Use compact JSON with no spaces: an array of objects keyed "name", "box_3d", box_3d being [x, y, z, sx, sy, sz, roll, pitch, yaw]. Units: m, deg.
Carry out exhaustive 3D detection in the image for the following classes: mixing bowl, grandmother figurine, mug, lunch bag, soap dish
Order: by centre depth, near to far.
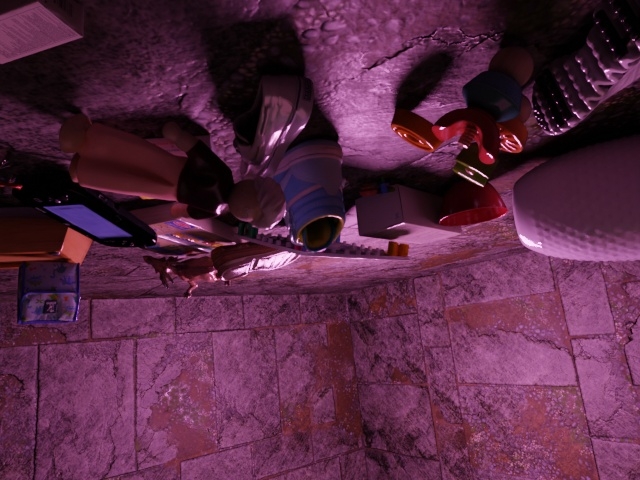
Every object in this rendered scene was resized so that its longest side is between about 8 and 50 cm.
[{"name":"grandmother figurine","box_3d":[-0.223,-0.094,0.718,0.342,0.104,0.208,15,153,-5]},{"name":"mug","box_3d":[0.661,-0.104,1.055,0.328,0.276,0.374,-8,-161,35]},{"name":"lunch bag","box_3d":[-0.678,0.131,1.099,0.128,0.151,0.096,6,163,-39]},{"name":"soap dish","box_3d":[-0.756,0.001,1.105,0.290,0.118,0.229,-2,167,-16]},{"name":"mixing bowl","box_3d":[0.409,-0.109,1.202,0.181,0.098,0.181,-5,168,-1]}]

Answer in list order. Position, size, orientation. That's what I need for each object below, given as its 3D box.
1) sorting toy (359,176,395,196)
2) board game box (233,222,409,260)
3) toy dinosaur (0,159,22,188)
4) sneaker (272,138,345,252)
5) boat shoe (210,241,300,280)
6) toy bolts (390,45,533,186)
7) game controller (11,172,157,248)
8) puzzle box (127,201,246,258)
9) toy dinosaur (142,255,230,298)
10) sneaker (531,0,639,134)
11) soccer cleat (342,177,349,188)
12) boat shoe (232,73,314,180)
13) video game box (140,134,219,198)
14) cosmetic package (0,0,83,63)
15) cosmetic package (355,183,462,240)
[{"name":"sorting toy","box_3d":[0.144,-0.138,1.107,0.102,0.042,0.061,-12,-172,-31]},{"name":"board game box","box_3d":[0.000,0.000,1.315,0.390,0.050,0.390,4,-175,-37]},{"name":"toy dinosaur","box_3d":[-0.596,-0.106,0.815,0.082,0.090,0.047,36,171,24]},{"name":"sneaker","box_3d":[-0.061,-0.063,0.941,0.127,0.208,0.319,0,166,-31]},{"name":"boat shoe","box_3d":[-0.200,0.036,1.418,0.307,0.104,0.111,-10,148,-38]},{"name":"toy bolts","box_3d":[0.240,-0.214,0.702,0.218,0.158,0.228,33,-176,10]},{"name":"game controller","box_3d":[-0.517,-0.052,1.000,0.166,0.067,0.319,-10,155,11]},{"name":"puzzle box","box_3d":[-0.427,-0.018,1.325,0.272,0.052,0.409,-10,167,15]},{"name":"toy dinosaur","box_3d":[-0.413,0.095,1.452,0.295,0.127,0.200,-13,160,6]},{"name":"sneaker","box_3d":[0.404,-0.243,0.619,0.118,0.110,0.292,-14,168,-6]},{"name":"soccer cleat","box_3d":[0.041,-0.141,1.056,0.035,0.029,0.083,-21,166,22]},{"name":"boat shoe","box_3d":[-0.100,-0.170,0.714,0.088,0.096,0.267,5,163,-25]},{"name":"video game box","box_3d":[-0.290,-0.138,0.868,0.187,0.048,0.205,-7,167,-6]},{"name":"cosmetic package","box_3d":[-0.315,-0.231,0.460,0.115,0.041,0.060,-9,167,13]},{"name":"cosmetic package","box_3d":[0.263,-0.067,1.289,0.160,0.113,0.309,-17,162,42]}]
